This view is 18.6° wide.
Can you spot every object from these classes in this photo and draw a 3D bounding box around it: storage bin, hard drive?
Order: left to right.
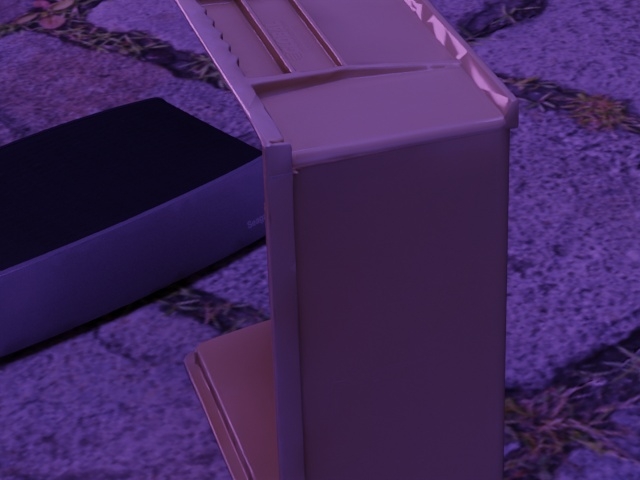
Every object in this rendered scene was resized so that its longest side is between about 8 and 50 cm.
[{"bbox_3d":[-0.158,-0.016,1.263,0.255,0.054,0.172,-25,37,-32],"label":"hard drive"},{"bbox_3d":[0.000,0.000,1.015,0.123,0.262,0.260,-11,31,-13],"label":"storage bin"}]
